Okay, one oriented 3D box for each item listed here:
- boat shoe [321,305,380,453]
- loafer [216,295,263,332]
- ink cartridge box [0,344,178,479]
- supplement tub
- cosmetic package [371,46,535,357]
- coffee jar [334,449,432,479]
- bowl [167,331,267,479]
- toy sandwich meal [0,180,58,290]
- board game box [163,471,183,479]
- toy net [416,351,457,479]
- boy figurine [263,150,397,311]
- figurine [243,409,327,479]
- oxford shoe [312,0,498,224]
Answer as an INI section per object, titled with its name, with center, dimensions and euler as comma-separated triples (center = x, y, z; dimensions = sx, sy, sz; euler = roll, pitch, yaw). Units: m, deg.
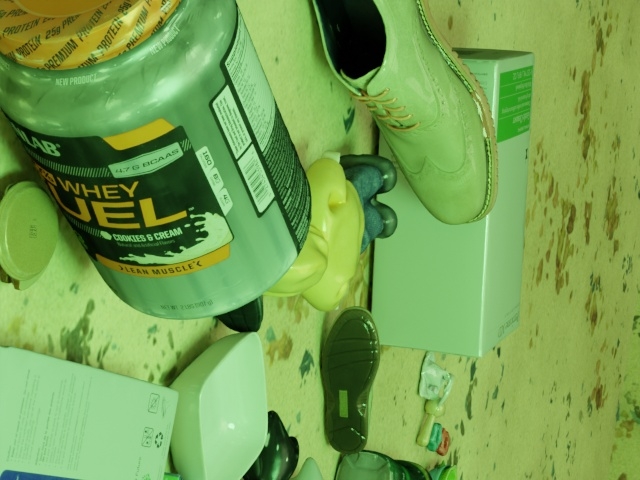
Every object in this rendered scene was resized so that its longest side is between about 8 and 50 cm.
[boat shoe]
center = 0.036, 0.155, 1.883
dimensions = 0.072, 0.068, 0.190
euler = -64, 163, -64
[loafer]
center = -0.085, 0.020, 1.549
dimensions = 0.061, 0.062, 0.170
euler = -68, 154, -43
[ink cartridge box]
center = -0.222, 0.175, 1.262
dimensions = 0.333, 0.065, 0.165
euler = 33, 66, -66
[supplement tub]
center = -0.133, -0.098, 1.229
dimensions = 0.316, 0.193, 0.193
euler = 67, 36, -48
[cosmetic package]
center = 0.166, -0.054, 2.003
dimensions = 0.197, 0.155, 0.365
euler = -27, 120, -66
[coffee jar]
center = 0.082, 0.318, 2.001
dimensions = 0.184, 0.079, 0.096
euler = 30, 69, -66
[bowl]
center = -0.104, 0.169, 1.552
dimensions = 0.142, 0.053, 0.142
euler = -44, 135, -56
[toy sandwich meal]
center = -0.233, -0.006, 1.232
dimensions = 0.085, 0.029, 0.085
euler = -14, 106, -62
[board game box]
center = -0.160, 0.336, 1.488
dimensions = 0.136, 0.035, 0.201
euler = 69, 35, -48
[toy net]
center = 0.174, 0.264, 2.247
dimensions = 0.122, 0.045, 0.232
euler = -31, 124, -62
[boy figurine]
center = 0.000, 0.000, 1.705
dimensions = 0.285, 0.092, 0.177
euler = -40, 132, -58
[figurine]
center = -0.044, 0.315, 1.703
dimensions = 0.215, 0.092, 0.209
euler = 59, 39, -57
[oxford shoe]
center = 0.076, -0.171, 1.753
dimensions = 0.146, 0.140, 0.397
euler = -47, 119, -44
